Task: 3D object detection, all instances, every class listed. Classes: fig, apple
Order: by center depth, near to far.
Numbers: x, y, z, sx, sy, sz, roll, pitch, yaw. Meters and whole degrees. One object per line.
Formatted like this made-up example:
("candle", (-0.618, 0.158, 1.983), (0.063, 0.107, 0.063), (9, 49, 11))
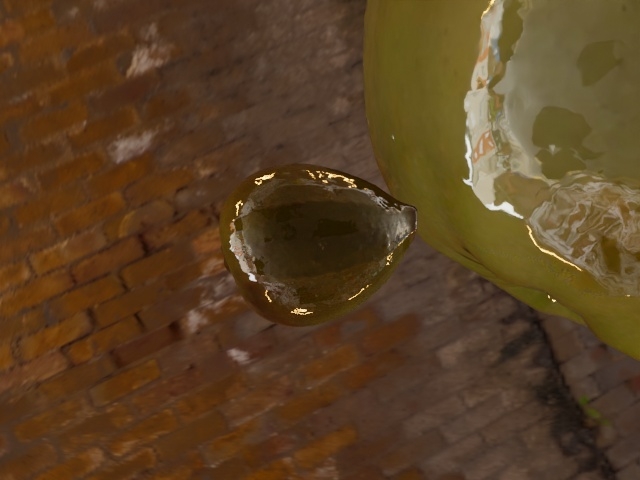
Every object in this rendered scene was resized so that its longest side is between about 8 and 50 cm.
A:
("fig", (0.000, 0.000, 0.526), (0.088, 0.074, 0.074), (-8, -97, 2))
("apple", (0.244, -0.140, 0.823), (0.474, 0.473, 0.473), (3, -100, -16))
